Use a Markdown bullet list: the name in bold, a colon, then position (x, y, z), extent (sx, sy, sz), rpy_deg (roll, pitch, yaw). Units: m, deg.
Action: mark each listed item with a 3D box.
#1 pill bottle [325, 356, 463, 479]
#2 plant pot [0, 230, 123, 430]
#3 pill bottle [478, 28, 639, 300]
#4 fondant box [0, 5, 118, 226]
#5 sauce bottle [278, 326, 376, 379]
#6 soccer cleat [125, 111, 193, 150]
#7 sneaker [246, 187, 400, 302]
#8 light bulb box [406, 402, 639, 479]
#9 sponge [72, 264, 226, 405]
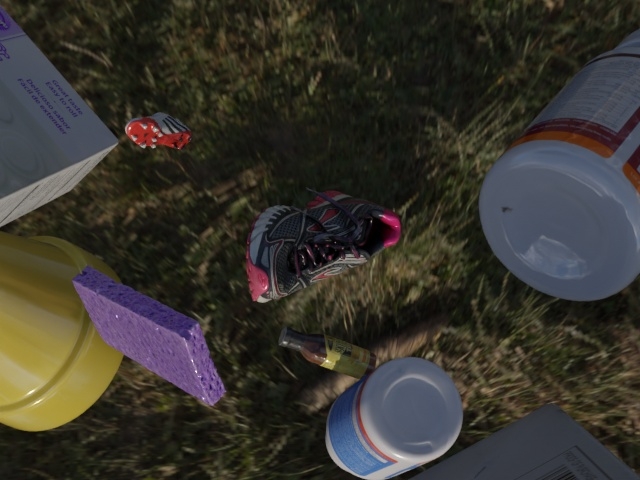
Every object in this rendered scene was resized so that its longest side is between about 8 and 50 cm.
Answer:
- **pill bottle**: position (0.077, 0.222, 1.523), extent (0.124, 0.221, 0.124), rpy_deg (5, 71, -15)
- **plant pot**: position (-0.413, 0.093, 1.622), extent (0.254, 0.239, 0.253), rpy_deg (-12, 62, 24)
- **pill bottle**: position (0.212, -0.063, 0.899), extent (0.121, 0.121, 0.221), rpy_deg (39, 47, 8)
- **fondant box**: position (-0.367, -0.120, 1.191), extent (0.096, 0.330, 0.238), rpy_deg (-41, 91, 24)
- **sauce bottle**: position (0.009, 0.144, 1.633), extent (0.128, 0.042, 0.042), rpy_deg (21, 81, -17)
- **soccer cleat**: position (-0.152, -0.104, 1.163), extent (0.029, 0.083, 0.035), rpy_deg (-48, 61, 24)
- **sneaker**: position (0.000, 0.000, 1.730), extent (0.112, 0.299, 0.120), rpy_deg (10, 115, 31)
- **light bulb box**: position (0.156, 0.330, 0.728), extent (0.225, 0.358, 0.361), rpy_deg (-28, 94, 1)
- **sponge**: position (-0.202, 0.110, 1.483), extent (0.210, 0.117, 0.031), rpy_deg (22, 53, 40)
